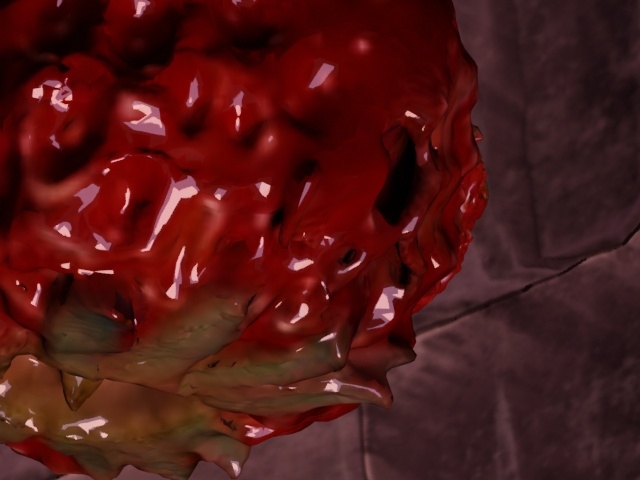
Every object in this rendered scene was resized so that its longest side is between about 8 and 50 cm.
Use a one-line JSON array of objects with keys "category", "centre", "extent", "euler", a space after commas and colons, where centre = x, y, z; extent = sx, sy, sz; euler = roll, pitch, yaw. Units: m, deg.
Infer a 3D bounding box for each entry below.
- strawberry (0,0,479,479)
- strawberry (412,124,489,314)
[{"category": "strawberry", "centre": [-0.073, -0.080, 0.899], "extent": [0.295, 0.345, 0.317], "euler": [-3, 156, 11]}, {"category": "strawberry", "centre": [0.000, 0.000, 1.093], "extent": [0.286, 0.106, 0.188], "euler": [-40, 132, -11]}]
